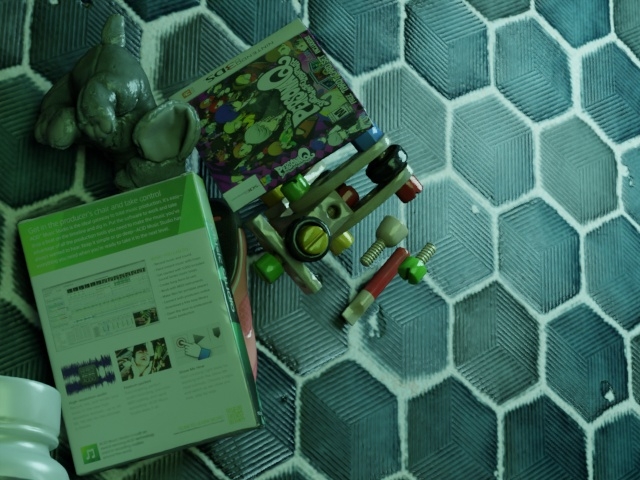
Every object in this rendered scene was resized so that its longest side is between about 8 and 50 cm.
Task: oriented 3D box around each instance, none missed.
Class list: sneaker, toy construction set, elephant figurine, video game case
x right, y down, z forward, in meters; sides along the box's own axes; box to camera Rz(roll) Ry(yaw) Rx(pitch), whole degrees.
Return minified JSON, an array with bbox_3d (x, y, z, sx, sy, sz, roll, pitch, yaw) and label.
[{"bbox_3d":[-0.139,0.105,2.044,0.136,0.116,0.313,37,51,-68],"label":"sneaker"},{"bbox_3d":[0.000,0.000,2.115,0.237,0.257,0.309,-49,129,-23],"label":"toy construction set"},{"bbox_3d":[-0.233,-0.125,2.046,0.239,0.186,0.169,37,24,-29],"label":"elephant figurine"},{"bbox_3d":[-0.068,-0.166,2.069,0.210,0.232,0.042,-31,135,1],"label":"video game case"}]

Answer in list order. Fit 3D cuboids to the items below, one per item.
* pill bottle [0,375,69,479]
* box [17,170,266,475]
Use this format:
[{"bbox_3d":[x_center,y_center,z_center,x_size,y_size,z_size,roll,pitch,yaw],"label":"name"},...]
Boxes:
[{"bbox_3d":[-0.380,0.339,1.749,0.204,0.204,0.361,12,69,-29],"label":"pill bottle"},{"bbox_3d":[-0.218,0.101,1.941,0.232,0.058,0.322,-15,82,6],"label":"box"}]
